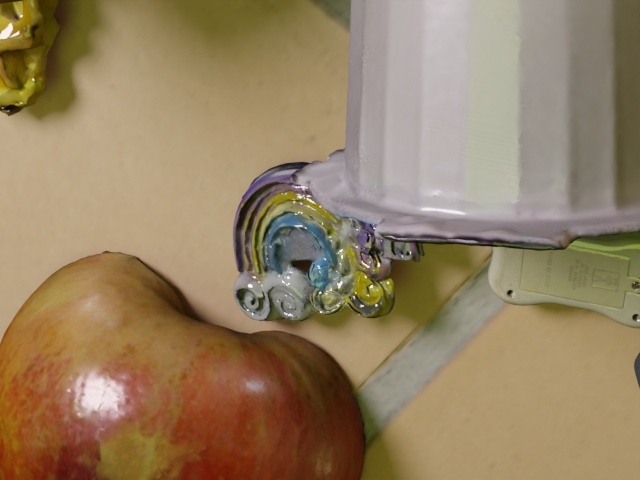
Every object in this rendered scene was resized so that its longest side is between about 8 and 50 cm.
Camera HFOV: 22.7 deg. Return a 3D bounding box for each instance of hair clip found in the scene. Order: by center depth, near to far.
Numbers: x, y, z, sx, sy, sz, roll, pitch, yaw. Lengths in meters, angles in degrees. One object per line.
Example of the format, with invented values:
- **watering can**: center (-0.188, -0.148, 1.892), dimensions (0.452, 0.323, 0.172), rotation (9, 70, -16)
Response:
- **hair clip**: center (0.000, 0.000, 1.113), dimensions (0.172, 0.049, 0.116), rotation (-7, 101, 32)

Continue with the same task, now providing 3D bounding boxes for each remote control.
- **remote control**: center (0.173, 0.016, 1.059), dimensions (0.122, 0.032, 0.074), rotation (11, 120, 14)

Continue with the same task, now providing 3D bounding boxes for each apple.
- **apple**: center (-0.130, 0.167, 1.177), dimensions (0.293, 0.163, 0.251), rotation (25, 121, 8)

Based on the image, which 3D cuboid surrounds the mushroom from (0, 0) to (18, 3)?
- **mushroom**: center (-0.187, -0.293, 0.920), dimensions (0.345, 0.259, 0.346), rotation (-2, 97, -15)

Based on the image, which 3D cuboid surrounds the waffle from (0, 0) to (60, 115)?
- **waffle**: center (-0.298, -0.184, 1.115), dimensions (0.291, 0.051, 0.291), rotation (9, 118, 18)

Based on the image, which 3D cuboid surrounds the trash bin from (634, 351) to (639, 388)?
- **trash bin**: center (0.307, 0.068, 0.979), dimensions (0.176, 0.101, 0.236), rotation (20, 120, -12)

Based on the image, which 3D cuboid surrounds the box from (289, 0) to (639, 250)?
- **box**: center (0.136, -0.126, 0.901), dimensions (0.291, 0.262, 0.206), rotation (-8, 108, -18)
